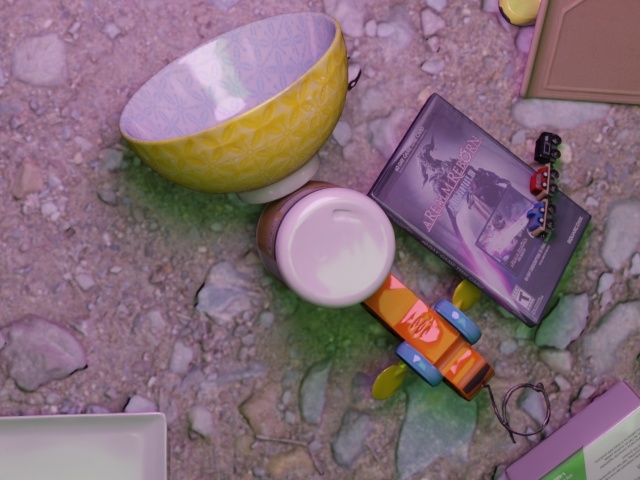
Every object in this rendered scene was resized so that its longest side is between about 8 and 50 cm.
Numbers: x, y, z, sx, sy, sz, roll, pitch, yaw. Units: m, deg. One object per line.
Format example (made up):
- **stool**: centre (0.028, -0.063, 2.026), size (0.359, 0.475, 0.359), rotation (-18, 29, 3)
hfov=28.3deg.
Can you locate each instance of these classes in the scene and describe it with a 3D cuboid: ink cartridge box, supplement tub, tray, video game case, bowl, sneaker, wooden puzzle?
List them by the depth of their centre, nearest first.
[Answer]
- **bowl**: centre (-0.081, -0.139, 1.542), size (0.289, 0.289, 0.156), rotation (-30, 118, -7)
- **supplement tub**: centre (0.000, 0.000, 1.566), size (0.144, 0.200, 0.144), rotation (-2, 97, -13)
- **tray**: centre (-0.331, 0.291, 1.614), size (0.270, 0.030, 0.145), rotation (0, 92, -9)
- **video game case**: centre (0.210, -0.041, 1.651), size (0.274, 0.026, 0.196), rotation (38, 59, -8)
- **wooden puzzle**: centre (0.390, -0.281, 1.662), size (0.239, 0.044, 0.221), rotation (0, 127, -11)
- **sneaker**: centre (0.325, -0.357, 1.668), size (0.208, 0.094, 0.081), rotation (-36, 98, -5)
- **ink cartridge box**: centre (0.415, 0.366, 1.670), size (0.211, 0.121, 0.289), rotation (-38, 97, 5)

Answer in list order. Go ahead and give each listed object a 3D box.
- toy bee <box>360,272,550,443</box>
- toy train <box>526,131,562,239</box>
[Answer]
- **toy bee**: centre (0.154, 0.156, 1.642), size (0.195, 0.162, 0.298), rotation (-27, 70, 1)
- **toy train**: centre (0.294, -0.075, 1.673), size (0.036, 0.027, 0.158), rotation (17, 63, -16)
